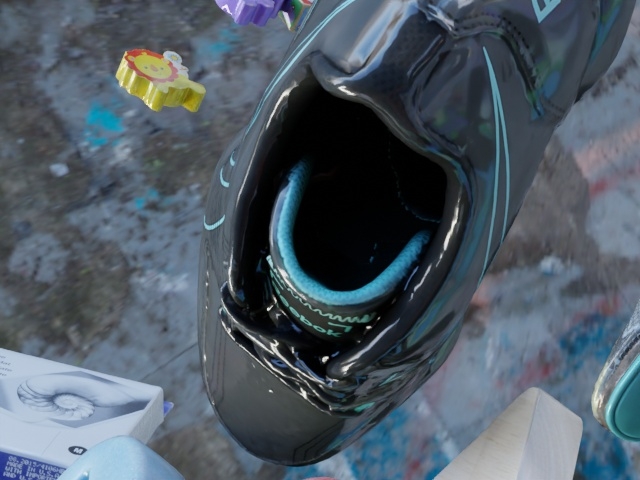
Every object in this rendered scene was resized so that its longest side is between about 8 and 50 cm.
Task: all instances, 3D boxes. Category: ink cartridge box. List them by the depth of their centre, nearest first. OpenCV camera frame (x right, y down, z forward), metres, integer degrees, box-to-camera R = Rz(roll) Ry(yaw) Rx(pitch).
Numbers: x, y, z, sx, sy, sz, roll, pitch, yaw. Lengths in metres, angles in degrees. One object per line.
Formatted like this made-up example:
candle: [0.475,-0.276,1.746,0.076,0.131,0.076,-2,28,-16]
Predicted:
ink cartridge box: [-0.239,0.121,1.145,0.223,0.224,0.045,13,107,6]

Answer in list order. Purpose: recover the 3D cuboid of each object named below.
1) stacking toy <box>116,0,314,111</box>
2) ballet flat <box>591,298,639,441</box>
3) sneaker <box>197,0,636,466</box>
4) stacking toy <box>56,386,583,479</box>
stacking toy: [-0.014,-0.164,1.025,0.052,0.221,0.167,55,130,34]
ballet flat: [0.112,0.005,0.377,0.114,0.041,0.041,-43,90,18]
sneaker: [0.000,0.000,0.449,0.101,0.106,0.267,29,140,7]
stacking toy: [-0.062,0.165,0.468,0.130,0.309,0.279,35,130,-19]
